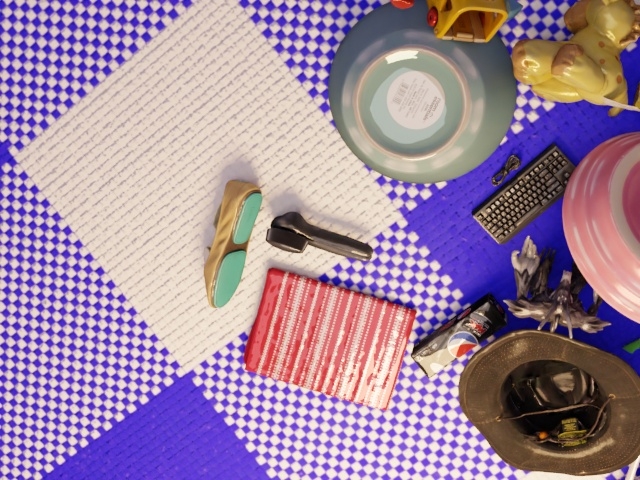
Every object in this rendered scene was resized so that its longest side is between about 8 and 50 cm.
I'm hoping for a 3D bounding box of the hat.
[{"bbox_3d":[0.393,0.238,1.902,0.331,0.134,0.331,9,130,11],"label":"hat"}]

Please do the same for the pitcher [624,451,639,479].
[{"bbox_3d":[0.544,0.430,1.930,0.207,0.125,0.178,-42,107,11],"label":"pitcher"}]

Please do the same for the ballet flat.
[{"bbox_3d":[-0.162,0.003,1.999,0.073,0.080,0.232,29,107,32],"label":"ballet flat"}]

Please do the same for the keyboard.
[{"bbox_3d":[0.331,-0.084,1.898,0.180,0.023,0.108,-41,93,16],"label":"keyboard"}]

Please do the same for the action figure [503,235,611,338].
[{"bbox_3d":[0.373,0.062,1.794,0.164,0.275,0.140,7,103,9],"label":"action figure"}]

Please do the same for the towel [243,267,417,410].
[{"bbox_3d":[0.012,0.172,2.020,0.275,0.031,0.198,16,104,5],"label":"towel"}]

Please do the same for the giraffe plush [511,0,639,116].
[{"bbox_3d":[0.417,-0.304,1.766,0.210,0.181,0.170,20,85,16],"label":"giraffe plush"}]

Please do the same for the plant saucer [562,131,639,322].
[{"bbox_3d":[0.535,-0.028,1.736,0.332,0.084,0.332,5,65,-12],"label":"plant saucer"}]

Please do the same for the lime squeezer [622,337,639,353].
[{"bbox_3d":[0.623,0.077,1.876,0.110,0.059,0.310,38,112,32],"label":"lime squeezer"}]

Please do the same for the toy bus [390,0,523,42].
[{"bbox_3d":[0.216,-0.400,1.741,0.202,0.191,0.104,39,146,0],"label":"toy bus"}]

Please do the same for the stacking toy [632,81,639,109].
[{"bbox_3d":[0.573,-0.241,1.725,0.167,0.221,0.052,13,71,7],"label":"stacking toy"}]

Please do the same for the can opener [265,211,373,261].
[{"bbox_3d":[0.000,0.000,1.968,0.186,0.059,0.073,15,80,-3],"label":"can opener"}]

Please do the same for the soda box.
[{"bbox_3d":[0.236,0.161,1.958,0.169,0.060,0.053,-38,95,17],"label":"soda box"}]

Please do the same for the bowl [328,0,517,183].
[{"bbox_3d":[0.151,-0.226,1.824,0.312,0.163,0.311,3,105,11],"label":"bowl"}]
